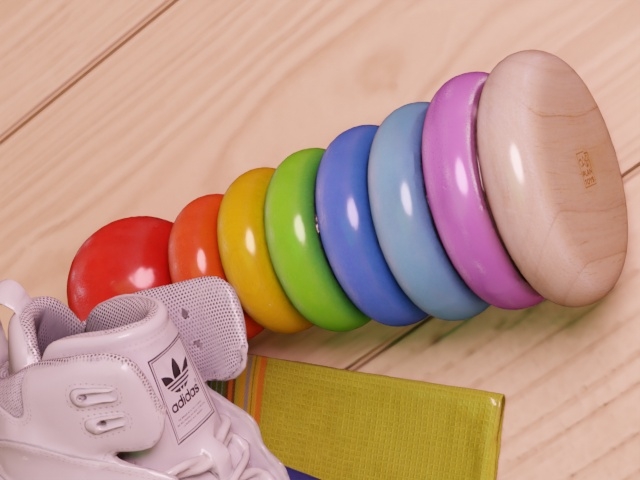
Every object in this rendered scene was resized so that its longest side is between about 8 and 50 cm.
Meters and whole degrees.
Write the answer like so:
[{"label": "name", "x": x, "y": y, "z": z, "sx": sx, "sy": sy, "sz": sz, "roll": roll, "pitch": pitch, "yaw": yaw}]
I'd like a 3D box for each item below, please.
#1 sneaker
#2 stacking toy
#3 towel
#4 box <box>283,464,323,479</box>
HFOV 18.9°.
[{"label": "sneaker", "x": -0.046, "y": 0.149, "z": 1.023, "sx": 0.366, "sy": 0.137, "sz": 0.210, "roll": 15, "pitch": 117, "yaw": 22}, {"label": "stacking toy", "x": 0.000, "y": 0.000, "z": 1.095, "sx": 0.330, "sy": 0.141, "sz": 0.141, "roll": -15, "pitch": 87, "yaw": 28}, {"label": "towel", "x": -0.010, "y": 0.123, "z": 1.149, "sx": 0.237, "sy": 0.021, "sz": 0.102, "roll": 7, "pitch": 96, "yaw": 21}, {"label": "box", "x": -0.030, "y": 0.200, "z": 1.137, "sx": 0.225, "sy": 0.036, "sz": 0.136, "roll": 18, "pitch": 109, "yaw": 16}]
